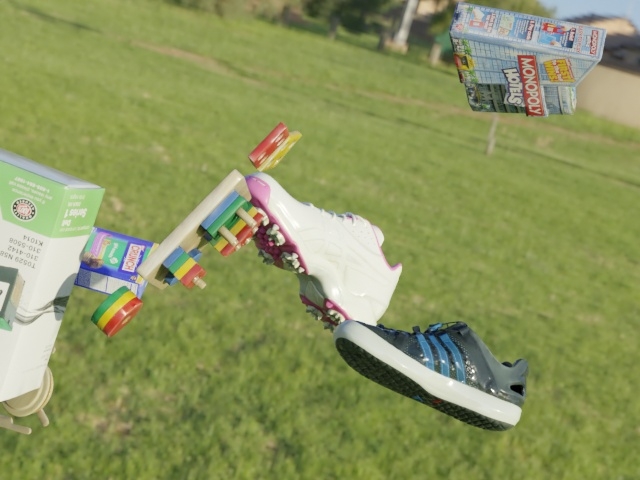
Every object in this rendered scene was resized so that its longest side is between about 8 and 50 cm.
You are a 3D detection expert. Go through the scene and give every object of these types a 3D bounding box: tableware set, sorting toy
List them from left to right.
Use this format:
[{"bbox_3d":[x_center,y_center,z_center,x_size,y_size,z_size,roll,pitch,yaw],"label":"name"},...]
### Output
[{"bbox_3d":[-0.446,0.194,1.623,0.194,0.128,0.039,10,-10,28],"label":"tableware set"},{"bbox_3d":[-0.103,-0.004,1.132,0.046,0.274,0.132,43,-6,5],"label":"sorting toy"}]

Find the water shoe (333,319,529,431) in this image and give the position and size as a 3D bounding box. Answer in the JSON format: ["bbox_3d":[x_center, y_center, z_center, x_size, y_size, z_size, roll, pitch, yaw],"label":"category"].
[{"bbox_3d":[0.104,0.109,1.094,0.203,0.080,0.073,29,-22,-18],"label":"water shoe"}]

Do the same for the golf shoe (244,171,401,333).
[{"bbox_3d":[0.000,0.000,1.526,0.115,0.140,0.306,18,-27,48],"label":"golf shoe"}]

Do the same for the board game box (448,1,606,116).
[{"bbox_3d":[0.287,-0.231,1.564,0.194,0.060,0.194,5,-33,21],"label":"board game box"}]

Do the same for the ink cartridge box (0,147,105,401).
[{"bbox_3d":[-0.325,0.025,1.118,0.160,0.219,0.092,20,7,10],"label":"ink cartridge box"}]

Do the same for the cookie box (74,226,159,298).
[{"bbox_3d":[-0.292,0.032,1.634,0.107,0.040,0.092,16,39,0],"label":"cookie box"}]
